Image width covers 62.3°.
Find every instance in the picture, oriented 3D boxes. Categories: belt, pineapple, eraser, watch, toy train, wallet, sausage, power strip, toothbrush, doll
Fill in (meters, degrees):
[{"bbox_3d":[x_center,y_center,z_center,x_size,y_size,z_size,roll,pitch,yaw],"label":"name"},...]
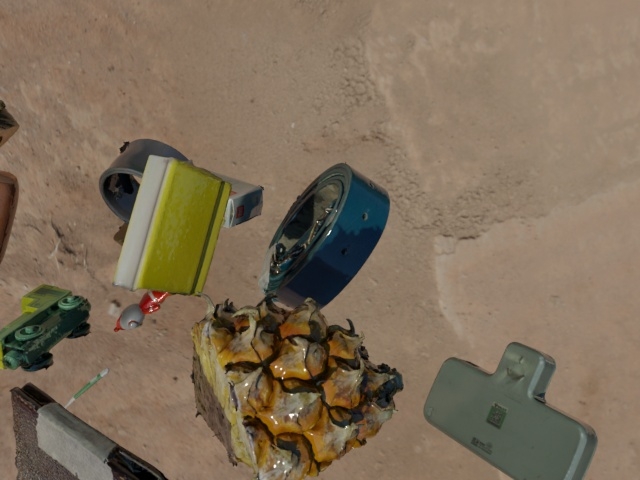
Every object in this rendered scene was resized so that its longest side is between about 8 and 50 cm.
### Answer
[{"bbox_3d":[0.001,-0.001,1.449,0.173,0.300,0.436,32,111,-26],"label":"belt"},{"bbox_3d":[-0.021,0.144,0.717,0.286,0.344,0.209,-11,95,-26],"label":"pineapple"},{"bbox_3d":[-0.239,-0.018,0.888,0.158,0.069,0.226,21,83,-57],"label":"eraser"},{"bbox_3d":[-0.549,-0.143,1.682,0.314,0.335,0.327,-65,146,-41],"label":"watch"},{"bbox_3d":[-0.915,0.281,1.703,0.237,0.369,0.150,9,112,10],"label":"toy train"},{"bbox_3d":[-0.244,0.297,0.584,0.071,0.220,0.262,-35,140,-48],"label":"wallet"},{"bbox_3d":[-0.964,-0.049,1.540,0.121,0.121,0.304,14,105,-23],"label":"sausage"},{"bbox_3d":[0.303,0.260,0.842,0.059,0.265,0.194,26,88,-39],"label":"power strip"},{"bbox_3d":[-0.730,0.463,1.603,0.257,0.018,0.024,-38,129,11],"label":"toothbrush"},{"bbox_3d":[-0.624,0.239,1.853,0.245,0.142,0.076,-43,123,-4],"label":"doll"}]

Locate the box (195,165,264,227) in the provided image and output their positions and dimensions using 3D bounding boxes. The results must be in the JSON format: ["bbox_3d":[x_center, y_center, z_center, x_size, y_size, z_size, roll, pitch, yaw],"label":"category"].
[{"bbox_3d":[-0.284,-0.117,1.321,0.135,0.269,0.079,-31,135,-55],"label":"box"}]

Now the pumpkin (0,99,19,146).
[{"bbox_3d":[-0.882,-0.286,1.331,0.139,0.317,0.222,41,98,-18],"label":"pumpkin"}]
